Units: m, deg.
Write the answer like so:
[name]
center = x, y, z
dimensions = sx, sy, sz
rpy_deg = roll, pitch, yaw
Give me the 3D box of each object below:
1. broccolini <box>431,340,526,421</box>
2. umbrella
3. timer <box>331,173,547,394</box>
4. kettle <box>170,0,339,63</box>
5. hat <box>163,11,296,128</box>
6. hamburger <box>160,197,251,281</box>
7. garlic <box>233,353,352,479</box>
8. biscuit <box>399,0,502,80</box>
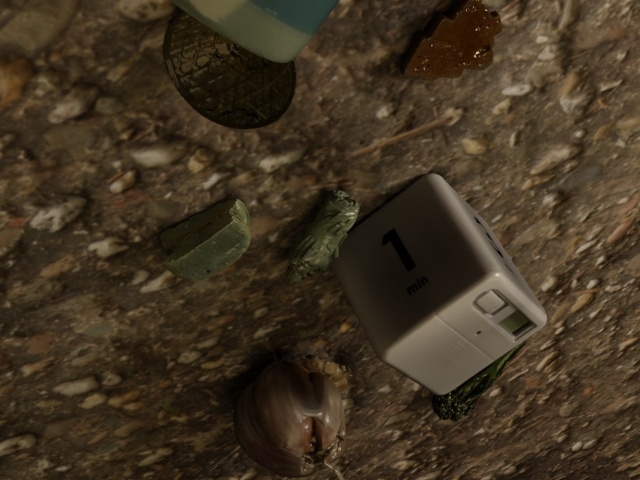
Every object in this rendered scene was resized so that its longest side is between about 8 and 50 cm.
[broccolini]
center = 0.277, 0.243, 1.755
dimensions = 0.203, 0.068, 0.091
rpy_deg = -42, 121, 18
[umbrella]
center = 0.000, 0.000, 1.314
dimensions = 0.143, 0.062, 0.067
rpy_deg = -53, 167, 21
[timer]
center = 0.156, 0.062, 1.368
dimensions = 0.194, 0.195, 0.192
rpy_deg = -38, 141, 13
[kettle]
center = -0.047, -0.363, 0.756
dimensions = 0.319, 0.247, 0.342
rpy_deg = 33, 108, -20
[hat]
center = -0.083, -0.194, 1.047
dimensions = 0.146, 0.067, 0.146
rpy_deg = 12, 131, 14
[hamburger]
center = -0.134, 0.006, 1.250
dimensions = 0.121, 0.054, 0.084
rpy_deg = -34, 141, -3
[garlic]
center = 0.000, 0.285, 1.540
dimensions = 0.207, 0.257, 0.207
rpy_deg = -53, 178, -2
[biscuit]
center = 0.149, -0.227, 1.170
dimensions = 0.130, 0.019, 0.119
rpy_deg = -26, 143, -1
